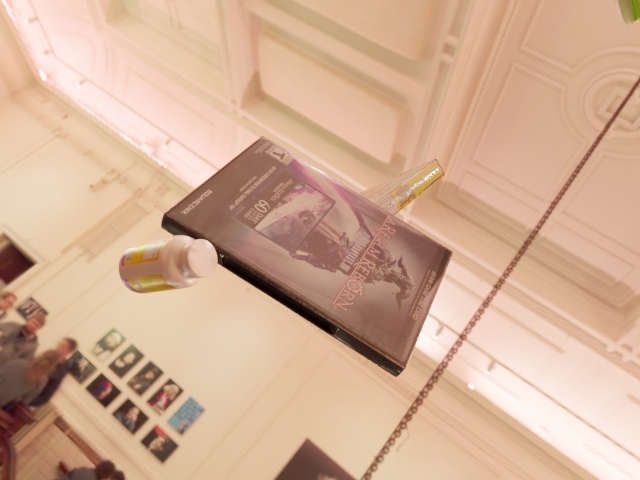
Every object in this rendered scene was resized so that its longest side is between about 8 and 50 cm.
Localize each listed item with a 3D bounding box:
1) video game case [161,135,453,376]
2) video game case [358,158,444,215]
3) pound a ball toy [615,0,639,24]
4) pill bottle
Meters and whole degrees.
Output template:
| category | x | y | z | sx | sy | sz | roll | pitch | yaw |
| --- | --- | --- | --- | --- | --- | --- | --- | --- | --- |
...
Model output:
| category | x | y | z | sx | sy | sz | roll | pitch | yaw |
| --- | --- | --- | --- | --- | --- | --- | --- | --- | --- |
| video game case | 0.000 | 0.000 | 0.567 | 0.274 | 0.196 | 0.026 | 31 | -47 | 6 |
| video game case | 0.032 | -0.033 | 0.833 | 0.275 | 0.248 | 0.035 | -21 | -80 | 41 |
| pound a ball toy | 0.464 | -0.446 | 0.724 | 0.319 | 0.136 | 0.208 | 36 | 25 | -43 |
| pill bottle | -0.125 | 0.020 | 0.428 | 0.083 | 0.043 | 0.043 | -9 | -55 | 35 |
